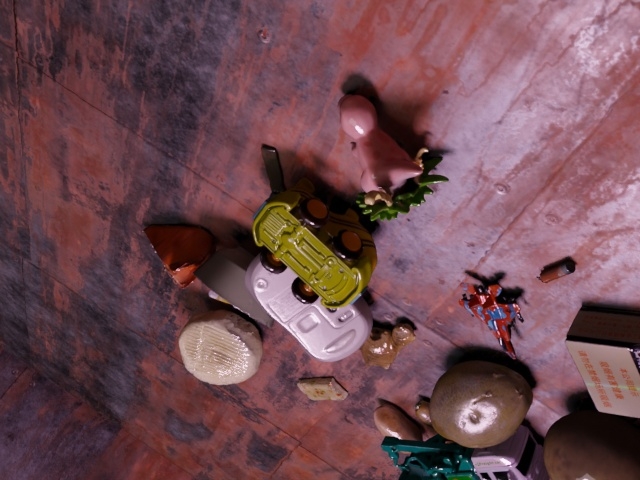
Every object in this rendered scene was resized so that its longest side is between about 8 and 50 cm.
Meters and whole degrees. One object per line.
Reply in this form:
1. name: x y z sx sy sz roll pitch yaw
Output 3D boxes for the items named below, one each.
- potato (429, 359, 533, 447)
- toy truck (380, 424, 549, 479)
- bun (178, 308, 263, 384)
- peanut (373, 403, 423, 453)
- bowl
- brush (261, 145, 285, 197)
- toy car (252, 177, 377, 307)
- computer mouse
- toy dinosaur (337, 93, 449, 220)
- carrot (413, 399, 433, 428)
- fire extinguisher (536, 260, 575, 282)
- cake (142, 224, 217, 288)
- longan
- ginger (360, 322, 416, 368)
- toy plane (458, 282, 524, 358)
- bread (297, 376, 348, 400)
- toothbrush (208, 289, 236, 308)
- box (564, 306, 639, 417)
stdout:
1. potato: 0.322 0.330 1.838 0.178 0.160 0.235 24 142 -31
2. toy truck: 0.317 0.502 2.008 0.364 0.176 0.178 -12 119 37
3. bun: -0.242 0.263 2.294 0.221 0.134 0.220 6 122 9
4. peanut: 0.189 0.459 2.210 0.152 0.076 0.076 46 148 -10
5. bowl: -0.161 0.085 1.959 0.211 0.112 0.211 33 178 1
6. brush: -0.089 -0.105 1.749 0.034 0.027 0.190 18 144 23
7. toy car: 0.000 0.000 1.695 0.248 0.142 0.200 45 138 -2
8. computer mouse: -0.018 0.113 1.865 0.184 0.121 0.297 -39 107 14
9. toy dinosaur: 0.111 -0.139 1.438 0.194 0.152 0.177 -117 3 -49
10. carrot: 0.315 0.453 2.113 0.254 0.049 0.049 39 149 -15
11. fire extinguisher: 0.392 0.055 1.516 0.028 0.022 0.083 12 157 -23
12. cake: -0.332 0.020 2.109 0.098 0.135 0.287 49 166 -31
13. longan: 0.531 0.420 1.718 0.220 0.196 0.196 39 149 3
14. ginger: 0.136 0.211 1.935 0.096 0.067 0.165 35 136 1
15. toy plane: 0.326 0.146 1.666 0.130 0.061 0.189 0 139 42
16. bread: 0.003 0.382 2.327 0.068 0.028 0.154 46 149 -21
17. toothbrush: -0.212 0.137 2.090 0.024 0.021 0.288 16 173 10
18. box: 0.582 0.214 1.491 0.310 0.084 0.198 3 136 42
